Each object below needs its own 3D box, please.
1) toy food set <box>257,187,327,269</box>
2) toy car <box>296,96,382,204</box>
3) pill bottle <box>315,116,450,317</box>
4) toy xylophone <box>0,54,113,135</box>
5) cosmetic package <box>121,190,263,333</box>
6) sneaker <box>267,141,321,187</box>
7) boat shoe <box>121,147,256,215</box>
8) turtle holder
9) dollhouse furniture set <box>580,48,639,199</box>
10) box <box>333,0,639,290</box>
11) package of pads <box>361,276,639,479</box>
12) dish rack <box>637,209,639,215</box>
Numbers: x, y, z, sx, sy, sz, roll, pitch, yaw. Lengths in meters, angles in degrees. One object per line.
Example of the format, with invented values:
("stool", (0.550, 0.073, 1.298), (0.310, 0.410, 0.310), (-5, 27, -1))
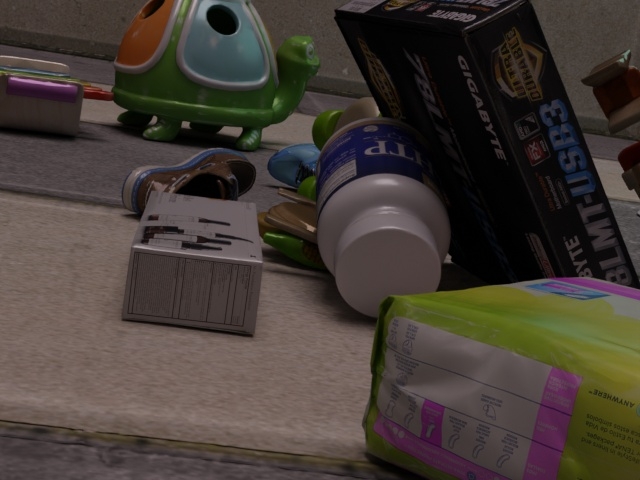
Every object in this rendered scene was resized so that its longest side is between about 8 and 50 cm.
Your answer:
("toy food set", (0.000, 0.000, 1.211), (0.132, 0.039, 0.192), (23, 11, -2))
("toy car", (0.097, -0.064, 1.391), (0.188, 0.149, 0.155), (17, -7, -32))
("pill bottle", (0.052, -0.018, 1.061), (0.112, 0.112, 0.187), (8, 29, -6))
("toy xylophone", (-0.443, -0.213, 1.823), (0.236, 0.081, 0.322), (4, 12, -24))
("cosmetic package", (-0.098, 0.010, 1.010), (0.098, 0.061, 0.239), (9, 11, -7))
("sneaker", (0.005, -0.083, 1.576), (0.162, 0.063, 0.073), (13, 15, 21))
("boat shoe", (-0.122, -0.051, 1.322), (0.066, 0.066, 0.183), (22, 26, 32))
("turtle holder", (-0.157, -0.268, 1.954), (0.320, 0.228, 0.243), (8, 10, -5))
("dollhouse furniture set", (0.337, -0.062, 1.279), (0.259, 0.262, 0.135), (-26, 7, 25))
("box", (0.144, -0.081, 1.123), (0.073, 0.296, 0.293), (-30, 21, -9))
("package of pads", (0.195, 0.100, 0.683), (0.296, 0.101, 0.229), (17, 13, 39))
("dish rack", (0.664, -0.030, 1.837), (0.332, 0.072, 0.285), (5, 12, -16))
